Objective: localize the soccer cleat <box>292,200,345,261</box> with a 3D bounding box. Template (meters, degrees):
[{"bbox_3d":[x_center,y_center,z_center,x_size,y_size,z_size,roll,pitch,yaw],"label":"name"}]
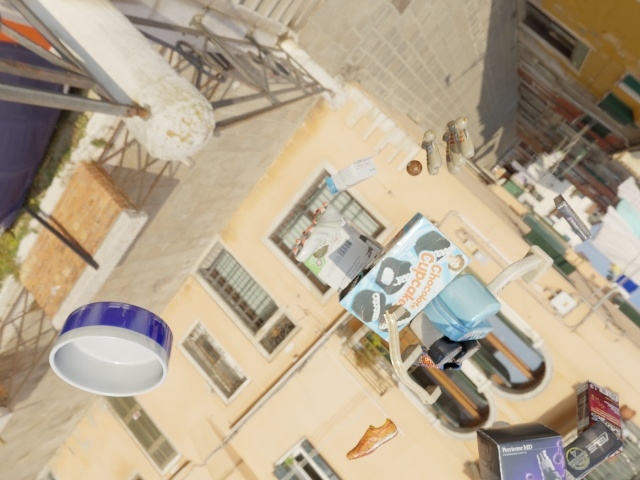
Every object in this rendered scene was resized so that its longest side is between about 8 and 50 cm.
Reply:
[{"bbox_3d":[0.005,-0.013,1.026,0.068,0.076,0.196,-42,-169,39],"label":"soccer cleat"}]

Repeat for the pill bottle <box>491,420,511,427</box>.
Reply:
[{"bbox_3d":[0.629,0.734,1.656,0.108,0.108,0.193,-54,-177,42],"label":"pill bottle"}]

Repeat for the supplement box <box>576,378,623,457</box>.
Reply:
[{"bbox_3d":[1.017,0.647,1.742,0.239,0.130,0.073,-58,176,-46],"label":"supplement box"}]

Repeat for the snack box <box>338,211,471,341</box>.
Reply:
[{"bbox_3d":[0.223,0.102,1.287,0.322,0.187,0.060,-48,-166,11],"label":"snack box"}]

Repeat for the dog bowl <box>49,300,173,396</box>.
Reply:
[{"bbox_3d":[-0.500,0.269,1.161,0.265,0.265,0.104,-52,-153,35],"label":"dog bowl"}]

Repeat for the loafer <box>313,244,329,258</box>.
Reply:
[{"bbox_3d":[0.000,0.000,1.477,0.050,0.056,0.148,-8,138,-33],"label":"loafer"}]

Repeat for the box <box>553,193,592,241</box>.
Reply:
[{"bbox_3d":[0.668,-0.063,1.269,0.029,0.116,0.162,-39,175,25],"label":"box"}]

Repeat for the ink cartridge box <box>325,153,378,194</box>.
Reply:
[{"bbox_3d":[0.115,-0.220,1.588,0.104,0.060,0.180,-24,-179,-39],"label":"ink cartridge box"}]

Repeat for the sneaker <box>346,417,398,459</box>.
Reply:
[{"bbox_3d":[0.149,0.596,1.427,0.175,0.067,0.064,-32,151,-6],"label":"sneaker"}]

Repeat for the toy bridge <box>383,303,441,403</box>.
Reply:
[{"bbox_3d":[0.150,0.201,0.818,0.026,0.188,0.063,-15,-166,47],"label":"toy bridge"}]

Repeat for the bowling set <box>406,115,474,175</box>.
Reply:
[{"bbox_3d":[0.369,-0.301,1.538,0.200,0.154,0.287,-10,173,2],"label":"bowling set"}]

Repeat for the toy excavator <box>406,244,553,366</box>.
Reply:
[{"bbox_3d":[0.547,0.193,1.602,0.433,0.222,0.445,8,129,-48],"label":"toy excavator"}]

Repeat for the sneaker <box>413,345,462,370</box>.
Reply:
[{"bbox_3d":[0.463,0.474,1.901,0.087,0.221,0.083,-79,168,-75],"label":"sneaker"}]

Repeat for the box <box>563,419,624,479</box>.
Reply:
[{"bbox_3d":[0.768,0.728,1.508,0.395,0.097,0.318,-43,142,7],"label":"box"}]

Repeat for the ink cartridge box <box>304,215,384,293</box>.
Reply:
[{"bbox_3d":[0.115,0.081,1.611,0.198,0.273,0.115,-57,166,26],"label":"ink cartridge box"}]

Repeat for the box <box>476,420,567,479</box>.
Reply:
[{"bbox_3d":[0.445,0.524,1.052,0.153,0.207,0.108,-5,176,-7],"label":"box"}]
